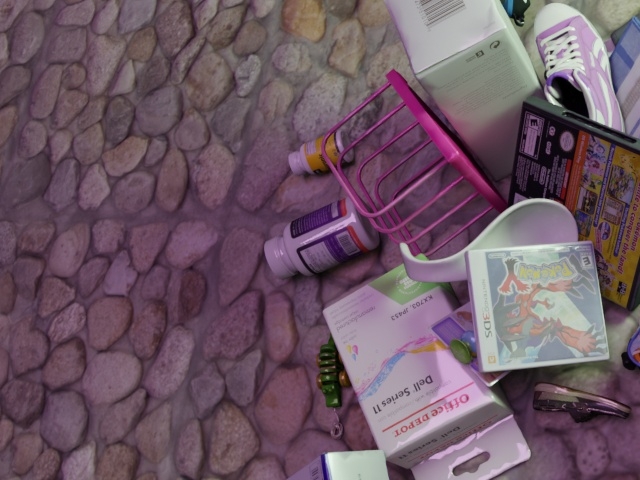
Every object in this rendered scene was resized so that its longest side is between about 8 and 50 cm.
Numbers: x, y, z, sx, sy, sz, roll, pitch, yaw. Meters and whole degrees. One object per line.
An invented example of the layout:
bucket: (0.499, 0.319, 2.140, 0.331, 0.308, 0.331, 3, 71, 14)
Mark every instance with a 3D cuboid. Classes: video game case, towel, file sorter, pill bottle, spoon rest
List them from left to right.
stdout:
pill bottle: (0.000, -0.163, 1.832, 0.116, 0.065, 0.065, -18, 62, 22)
pill bottle: (0.000, 0.000, 1.739, 0.193, 0.108, 0.108, -24, 61, 18)
file sorter: (0.160, -0.100, 1.586, 0.182, 0.290, 0.202, -39, 57, 13)
spoon rest: (0.262, 0.016, 1.487, 0.276, 0.137, 0.084, -14, 25, 11)
video game case: (0.324, 0.098, 1.434, 0.201, 0.023, 0.183, -4, 81, -10)
video game case: (0.403, -0.056, 1.470, 0.035, 0.275, 0.248, -31, 47, -34)
towel: (0.519, -0.192, 1.491, 0.285, 0.034, 0.209, -111, 31, -41)

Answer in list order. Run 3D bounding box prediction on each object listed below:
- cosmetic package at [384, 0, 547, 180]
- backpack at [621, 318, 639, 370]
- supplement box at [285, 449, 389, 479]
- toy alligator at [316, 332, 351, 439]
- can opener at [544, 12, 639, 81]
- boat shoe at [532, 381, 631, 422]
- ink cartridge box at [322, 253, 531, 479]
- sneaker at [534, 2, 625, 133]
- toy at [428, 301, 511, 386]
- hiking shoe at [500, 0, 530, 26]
cosmetic package: (0.256, -0.282, 1.550, 0.156, 0.385, 0.217, -27, 57, 15)
backpack: (0.586, 0.114, 1.325, 0.276, 0.213, 0.263, 31, 76, 37)
supplement box: (0.013, 0.416, 1.497, 0.220, 0.114, 0.111, -46, 47, 49)
toy alligator: (0.018, 0.247, 1.661, 0.056, 0.051, 0.190, -12, 65, 25)
can opener: (0.502, -0.332, 1.582, 0.283, 0.095, 0.076, -36, 53, 35)
boat shoe: (0.395, 0.254, 1.456, 0.152, 0.056, 0.049, 9, 79, 41)
ink cartridge box: (0.168, 0.226, 1.547, 0.207, 0.119, 0.353, -32, 59, 13)
sneaker: (0.395, -0.277, 1.513, 0.102, 0.161, 0.282, -30, 64, 28)
toy: (0.300, 0.113, 1.485, 0.237, 0.056, 0.137, -30, 56, -25)
hiking shoe: (0.376, -0.535, 1.776, 0.132, 0.113, 0.304, 28, 77, 4)
